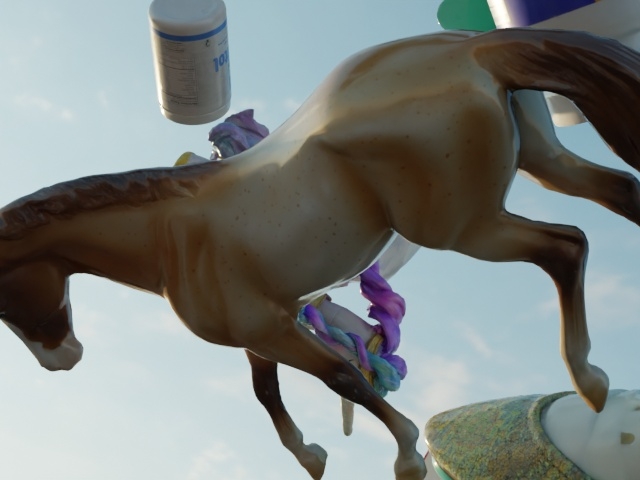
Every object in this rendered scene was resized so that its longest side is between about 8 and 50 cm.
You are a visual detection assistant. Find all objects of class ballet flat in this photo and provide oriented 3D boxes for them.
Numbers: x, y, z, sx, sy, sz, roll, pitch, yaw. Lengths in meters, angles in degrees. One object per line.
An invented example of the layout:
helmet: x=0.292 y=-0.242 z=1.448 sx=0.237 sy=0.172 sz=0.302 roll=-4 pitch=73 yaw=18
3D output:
ballet flat: x=0.209 y=0.141 z=0.523 sx=0.348 sy=0.123 sz=0.123 roll=30 pitch=-22 yaw=35

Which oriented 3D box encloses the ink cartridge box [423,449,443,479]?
ink cartridge box: x=0.153 y=0.269 z=0.928 sx=0.072 sy=0.127 sz=0.175 roll=-26 pitch=-87 yaw=20

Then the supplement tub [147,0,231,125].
supplement tub: x=-0.117 y=-0.167 z=0.947 sx=0.071 sy=0.071 sz=0.107 roll=12 pitch=-46 yaw=13

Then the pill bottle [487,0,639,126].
pill bottle: x=0.214 y=-0.245 z=0.907 sx=0.152 sy=0.152 sz=0.272 roll=-14 pitch=-79 yaw=42

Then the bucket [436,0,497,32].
bucket: x=0.290 y=-0.350 z=1.394 sx=0.183 sy=0.281 sz=0.281 roll=3 pitch=-28 yaw=-16

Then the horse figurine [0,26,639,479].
horse figurine: x=0.019 y=0.003 z=0.354 sx=0.263 sy=0.066 sz=0.174 roll=-29 pitch=-67 yaw=29

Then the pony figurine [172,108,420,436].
pony figurine: x=0.000 y=0.000 z=1.220 sx=0.363 sy=0.351 sz=0.303 roll=30 pitch=-6 yaw=14
